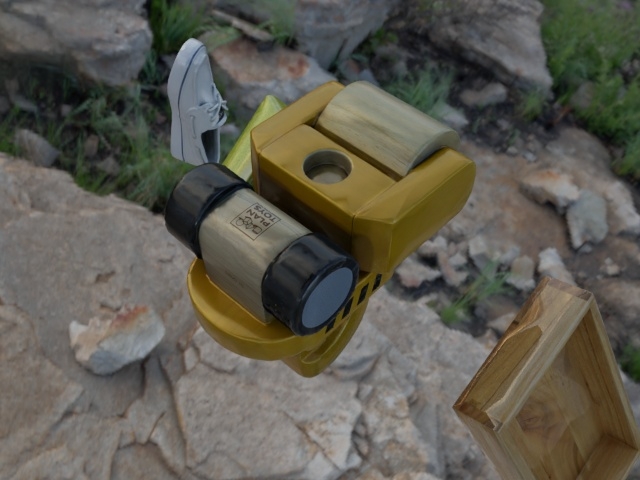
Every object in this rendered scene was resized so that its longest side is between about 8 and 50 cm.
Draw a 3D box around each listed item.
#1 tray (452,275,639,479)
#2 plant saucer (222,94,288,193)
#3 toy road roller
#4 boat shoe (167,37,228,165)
[{"bbox_3d":[0.313,0.247,1.108,0.076,0.411,0.203,24,67,43],"label":"tray"},{"bbox_3d":[-0.038,-0.065,1.115,0.188,0.045,0.188,34,83,-23],"label":"plant saucer"},{"bbox_3d":[0.000,0.000,0.946,0.202,0.240,0.329,35,59,27],"label":"toy road roller"},{"bbox_3d":[-0.192,-0.218,1.382,0.084,0.258,0.095,24,58,8],"label":"boat shoe"}]
